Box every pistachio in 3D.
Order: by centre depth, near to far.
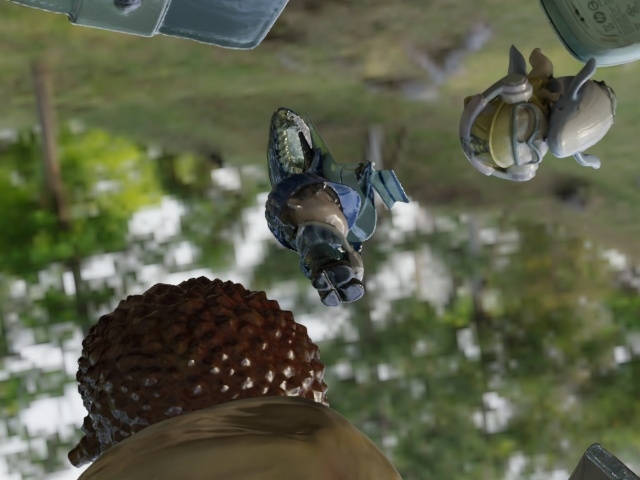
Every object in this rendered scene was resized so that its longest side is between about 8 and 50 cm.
[{"bbox_3d":[-0.090,0.242,1.640,0.332,0.207,0.226,-16,143,7],"label":"pistachio"}]

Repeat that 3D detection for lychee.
[{"bbox_3d":[-0.141,0.182,2.169,0.304,0.275,0.276,-24,-171,0],"label":"lychee"}]

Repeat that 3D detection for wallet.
[{"bbox_3d":[-0.173,-0.303,1.947,0.360,0.083,0.252,8,138,-25],"label":"wallet"}]

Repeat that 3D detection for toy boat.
[{"bbox_3d":[0.009,-0.085,2.409,0.070,0.210,0.291,-33,171,-21],"label":"toy boat"}]

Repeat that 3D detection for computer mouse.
[{"bbox_3d":[0.383,-0.297,2.305,0.288,0.159,0.097,-24,169,-17],"label":"computer mouse"}]

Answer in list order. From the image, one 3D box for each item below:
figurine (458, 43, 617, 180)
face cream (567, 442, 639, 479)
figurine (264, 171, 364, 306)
[{"bbox_3d":[0.234,-0.138,2.146,0.184,0.128,0.208,-11,-157,-9],"label":"figurine"},{"bbox_3d":[0.254,0.355,2.074,0.314,0.143,0.089,-53,169,35],"label":"face cream"},{"bbox_3d":[0.000,0.000,1.786,0.087,0.086,0.149,-27,-139,12],"label":"figurine"}]
